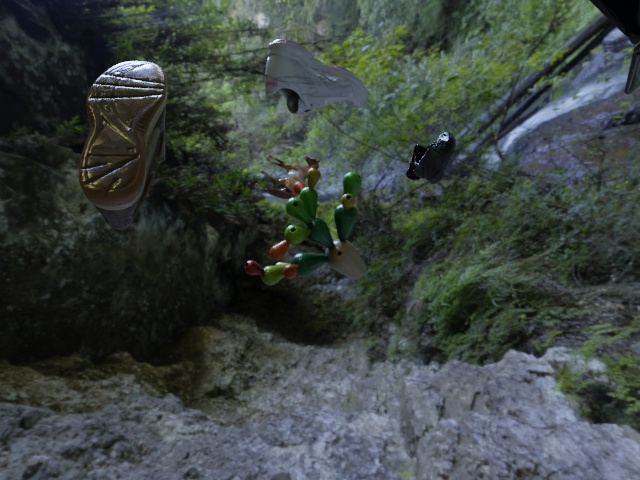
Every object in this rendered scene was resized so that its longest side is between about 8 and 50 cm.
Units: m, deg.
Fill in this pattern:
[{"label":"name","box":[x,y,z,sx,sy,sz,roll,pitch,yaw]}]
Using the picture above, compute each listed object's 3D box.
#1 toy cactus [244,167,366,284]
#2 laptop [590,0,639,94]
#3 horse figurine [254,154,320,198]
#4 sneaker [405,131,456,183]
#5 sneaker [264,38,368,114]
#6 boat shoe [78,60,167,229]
[{"label":"toy cactus","box":[0.000,0.000,0.652,0.180,0.112,0.219,43,-103,-31]},{"label":"laptop","box":[0.643,-0.551,0.756,0.236,0.382,0.407,51,-157,24]},{"label":"horse figurine","box":[-0.109,-0.207,1.364,0.264,0.174,0.066,-76,9,-47]},{"label":"sneaker","box":[0.249,-0.196,0.937,0.089,0.051,0.170,34,-112,-30]},{"label":"sneaker","box":[-0.012,-0.376,1.045,0.304,0.114,0.152,10,-85,-36]},{"label":"boat shoe","box":[-0.334,-0.175,0.733,0.123,0.123,0.343,109,157,-56]}]
